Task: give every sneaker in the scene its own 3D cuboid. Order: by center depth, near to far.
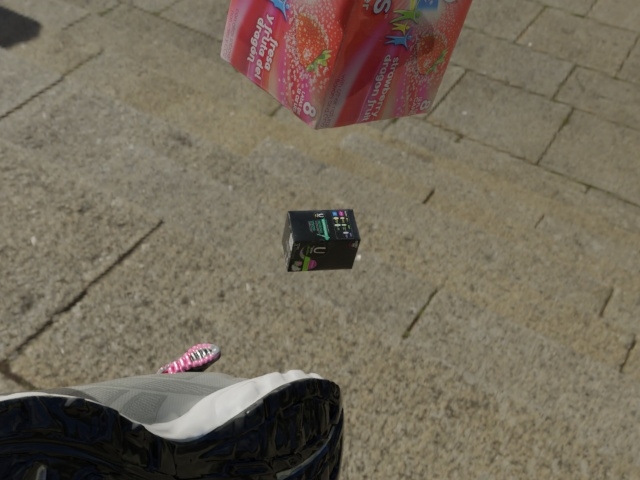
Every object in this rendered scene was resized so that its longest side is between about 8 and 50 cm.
[{"bbox_3d":[-0.101,0.112,0.362,0.108,0.100,0.272,0,-4,36],"label":"sneaker"},{"bbox_3d":[-0.217,0.220,1.320,0.119,0.057,0.047,-29,39,2],"label":"sneaker"}]

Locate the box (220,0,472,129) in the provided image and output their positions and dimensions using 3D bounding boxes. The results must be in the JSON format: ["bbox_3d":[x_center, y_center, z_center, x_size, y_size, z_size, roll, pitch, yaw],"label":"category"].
[{"bbox_3d":[0.045,-0.257,0.631,0.154,0.299,0.142,-15,45,-42],"label":"box"}]

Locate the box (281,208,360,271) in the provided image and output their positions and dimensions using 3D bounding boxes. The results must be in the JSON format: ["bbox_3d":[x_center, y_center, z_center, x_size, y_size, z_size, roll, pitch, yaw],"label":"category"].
[{"bbox_3d":[0.000,0.000,0.952,0.083,0.062,0.052,-2,52,-14],"label":"box"}]
